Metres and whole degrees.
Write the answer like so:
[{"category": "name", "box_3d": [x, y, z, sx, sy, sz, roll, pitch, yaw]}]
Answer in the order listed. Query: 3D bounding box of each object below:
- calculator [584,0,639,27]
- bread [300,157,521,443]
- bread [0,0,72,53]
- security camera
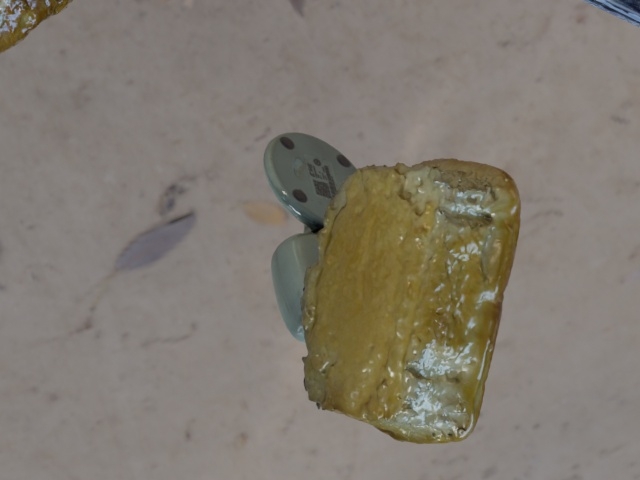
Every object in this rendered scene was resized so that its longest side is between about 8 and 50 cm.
[{"category": "calculator", "box_3d": [0.344, -0.279, 1.299, 0.274, 0.028, 0.166, 18, 143, -23]}, {"category": "bread", "box_3d": [0.074, 0.045, 1.081, 0.121, 0.174, 0.245, 18, 83, -45]}, {"category": "bread", "box_3d": [-0.193, -0.207, 0.855, 0.076, 0.105, 0.233, 98, 15, -65]}, {"category": "security camera", "box_3d": [0.000, 0.000, 1.544, 0.157, 0.301, 0.080, 14, 137, -33]}]
